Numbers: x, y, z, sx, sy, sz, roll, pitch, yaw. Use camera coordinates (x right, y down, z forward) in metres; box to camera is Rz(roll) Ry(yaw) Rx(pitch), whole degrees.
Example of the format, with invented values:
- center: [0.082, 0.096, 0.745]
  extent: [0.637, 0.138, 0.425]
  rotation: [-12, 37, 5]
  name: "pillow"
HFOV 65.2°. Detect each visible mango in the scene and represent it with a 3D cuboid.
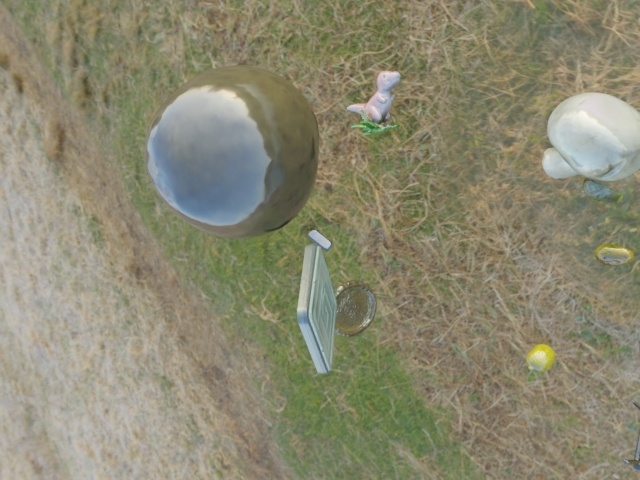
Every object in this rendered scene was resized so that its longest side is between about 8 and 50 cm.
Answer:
- center: [0.951, 0.047, 1.623]
  extent: [0.114, 0.057, 0.079]
  rotation: [-4, 124, 51]
  name: "mango"

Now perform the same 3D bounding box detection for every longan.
- center: [-0.141, -0.145, 0.848]
  extent: [0.297, 0.297, 0.297]
  rotation: [14, 111, 38]
  name: "longan"

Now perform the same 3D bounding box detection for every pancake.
- center: [0.103, 0.219, 1.613]
  extent: [0.021, 0.199, 0.199]
  rotation: [15, 113, 57]
  name: "pancake"

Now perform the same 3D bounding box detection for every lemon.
- center: [0.725, 0.392, 1.655]
  extent: [0.082, 0.110, 0.082]
  rotation: [38, 155, 22]
  name: "lemon"

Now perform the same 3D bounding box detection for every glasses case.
- center: [0.000, 0.000, 1.539]
  extent: [0.083, 0.033, 0.023]
  rotation: [38, 164, 21]
  name: "glasses case"

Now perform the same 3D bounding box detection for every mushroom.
- center: [0.885, -0.344, 1.623]
  extent: [0.315, 0.356, 0.315]
  rotation: [0, 110, 1]
  name: "mushroom"

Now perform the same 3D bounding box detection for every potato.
- center: [0.939, -0.154, 1.662]
  extent: [0.119, 0.198, 0.054]
  rotation: [36, 111, 39]
  name: "potato"

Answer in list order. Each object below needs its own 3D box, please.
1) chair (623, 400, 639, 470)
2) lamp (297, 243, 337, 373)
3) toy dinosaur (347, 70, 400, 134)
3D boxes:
- center: [0.901, 0.526, 1.271]
  extent: [0.188, 0.272, 0.166]
  rotation: [5, 75, 45]
  name: "chair"
- center: [-0.006, 0.186, 1.363]
  extent: [0.047, 0.266, 0.269]
  rotation: [-5, 133, 12]
  name: "lamp"
- center: [0.169, -0.429, 1.583]
  extent: [0.194, 0.152, 0.177]
  rotation: [-8, 99, 44]
  name: "toy dinosaur"
